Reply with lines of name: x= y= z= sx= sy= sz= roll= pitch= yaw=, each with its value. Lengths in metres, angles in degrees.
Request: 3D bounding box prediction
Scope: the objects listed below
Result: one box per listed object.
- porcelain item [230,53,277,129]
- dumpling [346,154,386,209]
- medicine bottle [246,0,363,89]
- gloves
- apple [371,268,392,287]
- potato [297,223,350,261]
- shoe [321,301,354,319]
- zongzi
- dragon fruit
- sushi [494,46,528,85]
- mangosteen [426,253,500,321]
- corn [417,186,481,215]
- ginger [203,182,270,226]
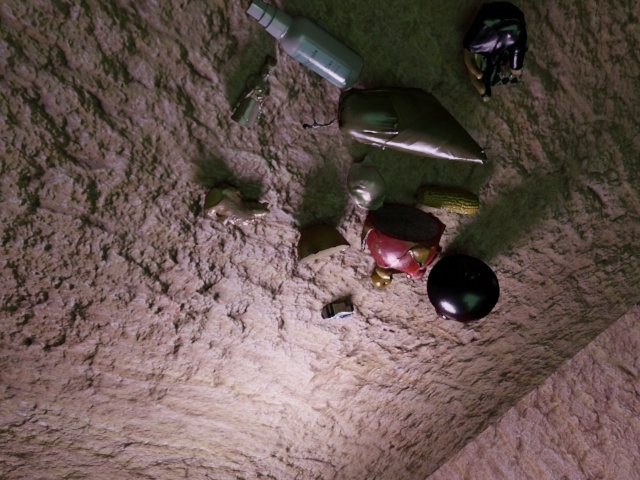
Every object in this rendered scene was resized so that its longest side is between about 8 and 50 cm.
porcelain item: x=-0.185 y=-0.436 z=1.303 sx=0.084 sy=0.054 sz=0.213 roll=20 pitch=113 yaw=-30
dumpling: x=0.156 y=-0.193 z=1.549 sx=0.136 sy=0.118 sz=0.199 roll=-17 pitch=105 yaw=-10
medicine bottle: x=-0.043 y=-0.555 z=1.235 sx=0.352 sy=0.110 sz=0.110 roll=23 pitch=113 yaw=-29
gloves: x=0.547 y=-0.585 z=1.393 sx=0.197 sy=0.152 sz=0.301 roll=0 pitch=132 yaw=6
apple: x=0.254 y=0.153 z=1.832 sx=0.089 sy=0.074 sz=0.089 roll=-10 pitch=127 yaw=-13
potato: x=0.000 y=0.000 z=1.621 sx=0.202 sy=0.117 sz=0.182 roll=-18 pitch=168 yaw=-9
shoe: x=0.072 y=0.307 z=1.887 sx=0.143 sy=0.064 sz=0.071 roll=-13 pitch=144 yaw=-4
zongzi: x=0.210 y=-0.329 z=1.297 sx=0.447 sy=0.418 sz=0.181 roll=-6 pitch=128 yaw=-22
dragon fruit: x=0.290 y=0.019 z=1.625 sx=0.305 sy=0.305 sz=0.226 roll=-3 pitch=126 yaw=-17
sushi: x=0.643 y=-0.584 z=1.500 sx=0.126 sy=0.026 sz=0.120 roll=-10 pitch=126 yaw=-12
mangosteen: x=0.578 y=0.212 z=1.854 sx=0.297 sy=0.297 sz=0.313 roll=15 pitch=127 yaw=-27
corn: x=0.494 y=-0.155 z=1.699 sx=0.260 sy=0.091 sz=0.091 roll=6 pitch=85 yaw=-21
ginger: x=-0.280 y=-0.104 z=1.484 sx=0.213 sy=0.074 sz=0.137 roll=23 pitch=113 yaw=-36
